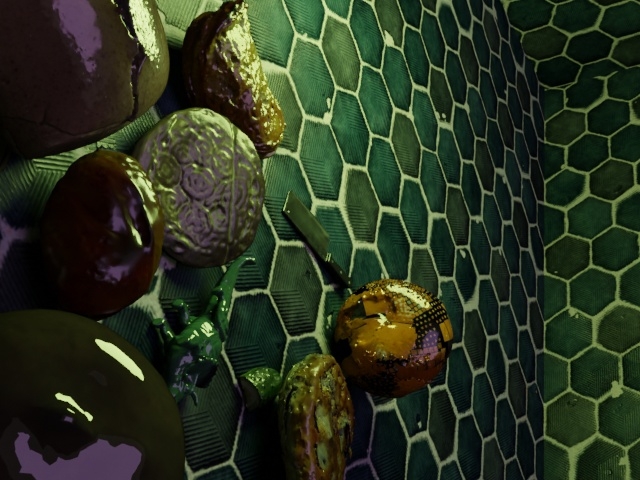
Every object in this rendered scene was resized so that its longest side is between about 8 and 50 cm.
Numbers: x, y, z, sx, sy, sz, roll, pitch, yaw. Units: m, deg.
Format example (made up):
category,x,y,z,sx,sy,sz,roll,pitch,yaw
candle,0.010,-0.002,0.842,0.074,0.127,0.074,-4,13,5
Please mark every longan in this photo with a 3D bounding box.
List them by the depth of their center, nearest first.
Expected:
category,x,y,z,sx,sy,sz,roll,pitch,yaw
longan,-0.280,0.209,0.813,0.297,0.297,0.297,27,57,-53

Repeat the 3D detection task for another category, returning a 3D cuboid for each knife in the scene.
category,x,y,z,sx,sy,sz,roll,pitch,yaw
knife,0.000,0.000,1.609,0.245,0.019,0.072,53,38,-34

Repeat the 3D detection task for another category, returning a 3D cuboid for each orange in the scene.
category,x,y,z,sx,sy,sz,roll,pitch,yaw
orange,0.140,0.187,1.579,0.182,0.234,0.234,74,24,-49

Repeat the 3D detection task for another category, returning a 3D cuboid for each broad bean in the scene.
category,x,y,z,sx,sy,sz,roll,pitch,yaw
broad bean,-0.278,-0.007,1.041,0.156,0.122,0.228,14,59,-30

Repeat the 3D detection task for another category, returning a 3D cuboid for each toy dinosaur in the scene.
category,x,y,z,sx,sy,sz,roll,pitch,yaw
toy dinosaur,-0.178,0.119,1.212,0.120,0.079,0.292,54,38,-44

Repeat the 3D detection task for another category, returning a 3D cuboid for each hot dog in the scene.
category,x,y,z,sx,sy,sz,roll,pitch,yaw
hot dog,-0.148,-0.256,1.357,0.175,0.114,0.259,-63,143,-54

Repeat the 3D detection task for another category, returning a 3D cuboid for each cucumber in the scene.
category,x,y,z,sx,sy,sz,roll,pitch,yaw
cucumber,-0.088,0.241,1.361,0.107,0.035,0.067,-16,92,-63

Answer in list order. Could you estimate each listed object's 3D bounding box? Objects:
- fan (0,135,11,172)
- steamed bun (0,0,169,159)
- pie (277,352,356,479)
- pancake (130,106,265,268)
category,x,y,z,sx,sy,sz,roll,pitch,yaw
fan,-0.415,-0.168,0.967,0.335,0.011,0.229,-16,93,-61
steamed bun,-0.291,-0.252,1.002,0.251,0.199,0.301,61,29,-23
pie,-0.007,0.331,1.391,0.308,0.086,0.308,-7,90,-73
pancake,-0.185,-0.082,1.253,0.250,0.031,0.250,2,87,-41
